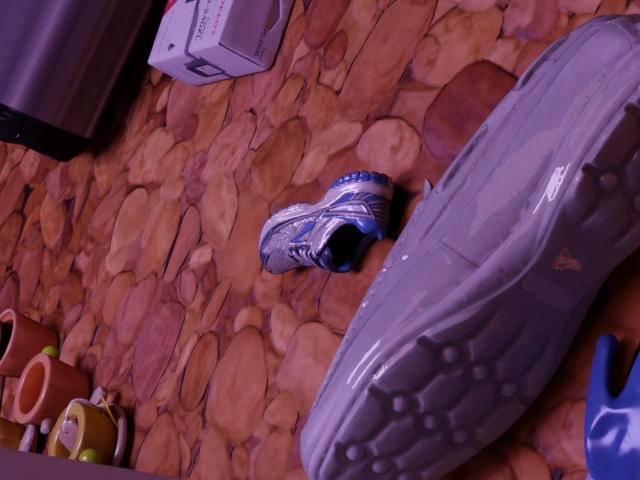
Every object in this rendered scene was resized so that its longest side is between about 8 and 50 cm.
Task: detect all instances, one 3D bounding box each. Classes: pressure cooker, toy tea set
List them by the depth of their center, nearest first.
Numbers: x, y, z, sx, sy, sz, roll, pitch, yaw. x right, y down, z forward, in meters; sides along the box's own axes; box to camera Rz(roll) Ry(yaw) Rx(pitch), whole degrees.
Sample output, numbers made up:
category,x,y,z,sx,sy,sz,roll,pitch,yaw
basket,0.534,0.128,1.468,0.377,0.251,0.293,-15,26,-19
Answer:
category,x,y,z,sx,sy,sz,roll,pitch,yaw
toy tea set,-0.319,0.186,1.052,0.336,0.124,0.200,34,98,56
pressure cooker,-0.364,-0.345,1.232,0.421,0.369,0.375,-64,9,2

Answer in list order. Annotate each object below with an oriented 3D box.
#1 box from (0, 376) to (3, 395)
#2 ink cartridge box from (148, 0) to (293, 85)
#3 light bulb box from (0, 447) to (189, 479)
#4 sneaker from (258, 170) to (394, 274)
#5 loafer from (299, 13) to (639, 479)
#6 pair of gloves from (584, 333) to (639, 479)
category,x,y,z,sx,sy,sz,roll,pitch,yaw
box,-0.451,0.186,1.233,0.091,0.130,0.171,-36,44,38
ink cartridge box,-0.097,-0.221,1.051,0.150,0.063,0.109,1,71,55
light bulb box,-0.302,0.313,0.738,0.361,0.357,0.225,-39,46,36
sneaker,0.000,0.000,0.790,0.135,0.052,0.058,-33,49,40
loafer,0.096,0.013,0.604,0.319,0.112,0.111,-51,30,9
pair of gloves,0.182,0.108,0.489,0.159,0.023,0.198,-65,28,6
